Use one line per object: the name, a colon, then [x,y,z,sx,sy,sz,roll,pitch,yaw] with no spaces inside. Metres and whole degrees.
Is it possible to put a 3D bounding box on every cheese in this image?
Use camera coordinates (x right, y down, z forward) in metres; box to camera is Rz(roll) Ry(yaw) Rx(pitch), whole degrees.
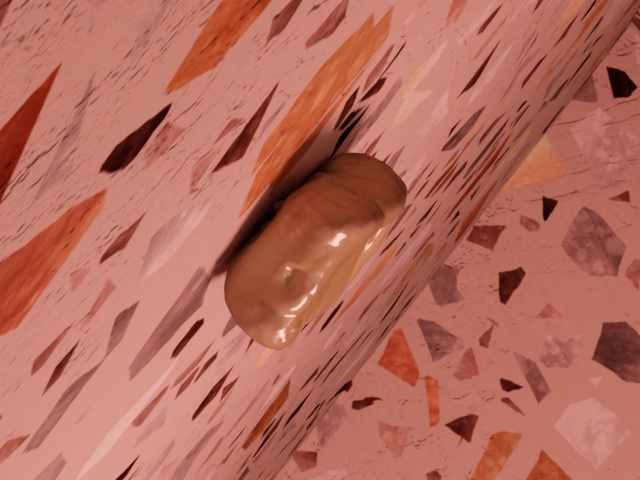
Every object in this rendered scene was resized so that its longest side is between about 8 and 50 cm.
cheese: [-0.001,-0.001,1.854,0.159,0.093,0.263,-52,175,18]
